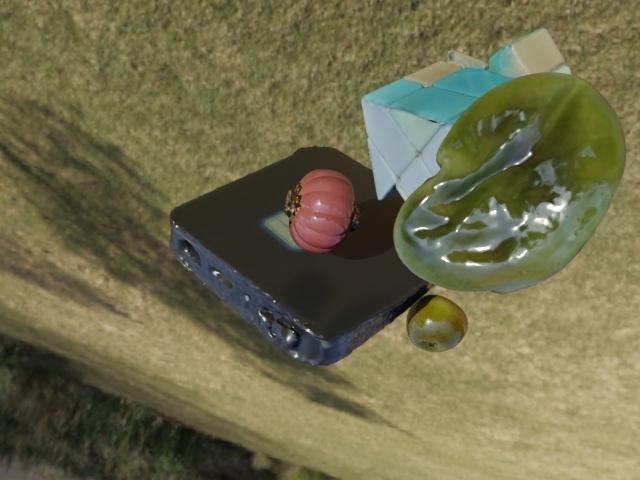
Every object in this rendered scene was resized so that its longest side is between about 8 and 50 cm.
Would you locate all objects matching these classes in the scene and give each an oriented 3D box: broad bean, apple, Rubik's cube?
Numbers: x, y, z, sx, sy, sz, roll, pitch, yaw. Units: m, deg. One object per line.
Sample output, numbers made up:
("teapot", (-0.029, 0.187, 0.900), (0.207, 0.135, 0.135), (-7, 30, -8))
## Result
("broad bean", (0.153, -0.039, 0.620), (0.206, 0.153, 0.072), (-42, 165, 23))
("apple", (0.169, 0.121, 1.094), (0.089, 0.074, 0.089), (14, 151, 8))
("Rubik's cube", (0.193, -0.098, 0.808), (0.265, 0.213, 0.224), (32, 141, 48))

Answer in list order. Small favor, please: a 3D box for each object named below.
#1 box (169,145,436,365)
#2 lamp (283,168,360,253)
("box", (0.000, 0.000, 1.110), (0.359, 0.350, 0.091), (36, 138, 30))
("lamp", (0.002, -0.037, 0.945), (0.092, 0.107, 0.107), (13, 157, -13))
